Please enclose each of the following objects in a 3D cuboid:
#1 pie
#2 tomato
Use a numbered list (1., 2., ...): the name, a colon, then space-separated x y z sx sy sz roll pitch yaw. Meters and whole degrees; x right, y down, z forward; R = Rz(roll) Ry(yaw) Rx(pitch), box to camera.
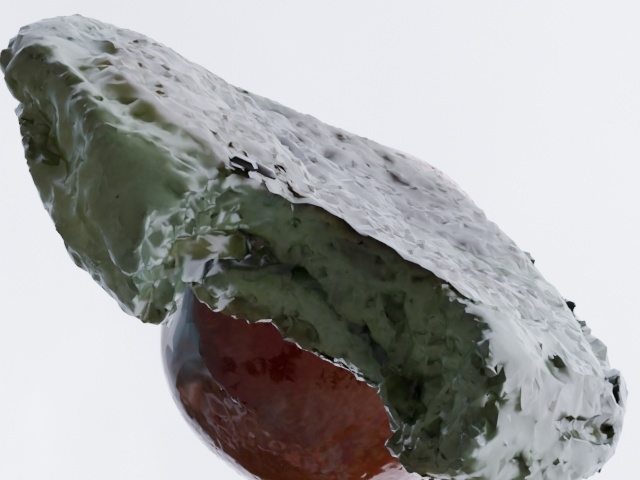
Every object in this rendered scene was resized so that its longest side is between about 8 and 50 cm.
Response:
1. pie: 0.000 -0.002 0.667 0.302 0.302 0.067 37 -78 32
2. tomato: 0.005 0.044 0.948 0.208 0.184 0.208 -22 -130 29
